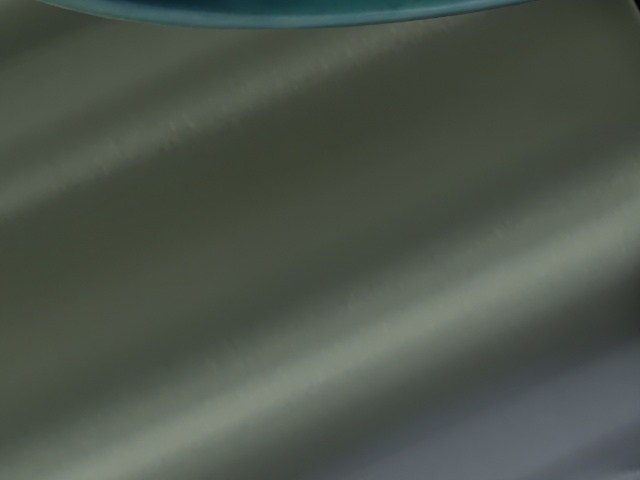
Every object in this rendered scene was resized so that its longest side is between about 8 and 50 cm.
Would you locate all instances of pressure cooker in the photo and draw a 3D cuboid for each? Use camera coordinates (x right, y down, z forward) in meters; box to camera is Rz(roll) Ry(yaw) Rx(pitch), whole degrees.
[{"bbox_3d":[0.001,0.005,0.652,0.420,0.369,0.375,-24,152,-10],"label":"pressure cooker"}]

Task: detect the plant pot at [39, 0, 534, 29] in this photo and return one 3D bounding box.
[{"bbox_3d":[0.028,-0.207,0.324,0.272,0.255,0.271,-13,167,-3],"label":"plant pot"}]
